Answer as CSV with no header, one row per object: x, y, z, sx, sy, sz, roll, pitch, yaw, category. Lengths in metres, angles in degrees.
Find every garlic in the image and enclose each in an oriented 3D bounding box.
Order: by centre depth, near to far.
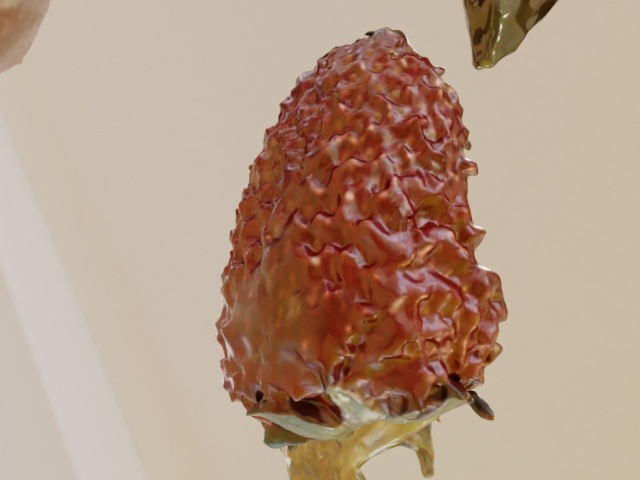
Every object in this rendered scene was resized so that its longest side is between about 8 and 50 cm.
0.030,0.095,0.711,0.174,0.099,0.124,-30,-105,55,garlic

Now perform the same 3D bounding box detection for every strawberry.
-0.003,0.002,0.577,0.167,0.087,0.208,-19,-101,30,strawberry

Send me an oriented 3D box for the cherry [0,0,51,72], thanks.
-0.318,-0.232,0.835,0.261,0.307,0.221,-50,-148,-13,cherry

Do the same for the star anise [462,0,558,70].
0.131,-0.239,0.719,0.315,0.108,0.315,-16,-124,26,star anise
